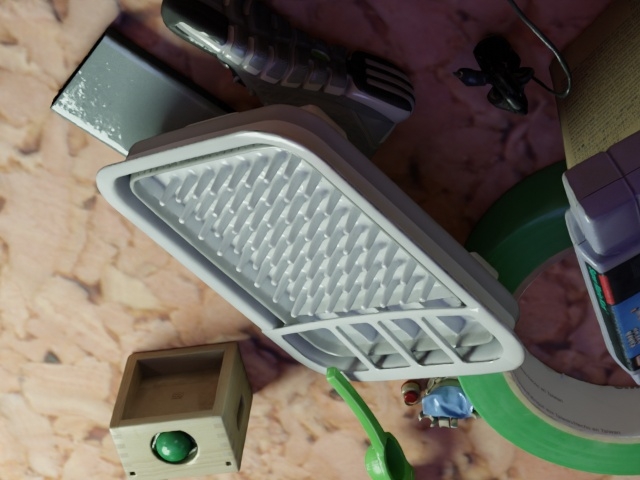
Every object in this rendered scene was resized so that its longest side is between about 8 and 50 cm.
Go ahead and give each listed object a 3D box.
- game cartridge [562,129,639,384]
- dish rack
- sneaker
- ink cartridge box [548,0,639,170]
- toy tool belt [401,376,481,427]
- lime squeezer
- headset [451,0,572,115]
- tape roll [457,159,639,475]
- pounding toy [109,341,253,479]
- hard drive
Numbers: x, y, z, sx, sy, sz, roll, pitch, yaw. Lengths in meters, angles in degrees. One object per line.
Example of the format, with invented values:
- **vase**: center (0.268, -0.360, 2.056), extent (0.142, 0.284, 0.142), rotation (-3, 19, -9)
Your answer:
- **game cartridge**: center (0.305, -0.008, 1.284), extent (0.230, 0.068, 0.355), rotation (-33, 152, 1)
- **dish rack**: center (0.000, 0.000, 1.459), extent (0.333, 0.072, 0.286), rotation (41, 150, -29)
- **sneaker**: center (-0.046, -0.117, 1.444), extent (0.229, 0.086, 0.132), rotation (23, 126, -12)
- **ink cartridge box**: center (0.293, -0.140, 1.326), extent (0.088, 0.193, 0.235), rotation (33, 122, -21)
- **toy tool belt**: center (0.117, 0.154, 1.637), extent (0.083, 0.051, 0.052), rotation (-3, 124, 8)
- **lime squeezer**: center (0.043, 0.226, 1.688), extent (0.110, 0.059, 0.310), rotation (20, 139, 9)
- **headset**: center (0.169, -0.290, 1.295), extent (0.243, 0.185, 0.394), rotation (5, 110, -2)
- **tape roll**: center (0.279, 0.070, 1.547), extent (0.321, 0.077, 0.321), rotation (2, 125, 3)
- **pounding toy**: center (-0.138, 0.184, 1.629), extent (0.130, 0.141, 0.100), rotation (-7, 124, 11)
- **hard drive**: center (-0.154, -0.114, 1.493), extent (0.135, 0.022, 0.094), rotation (33, 122, -16)
